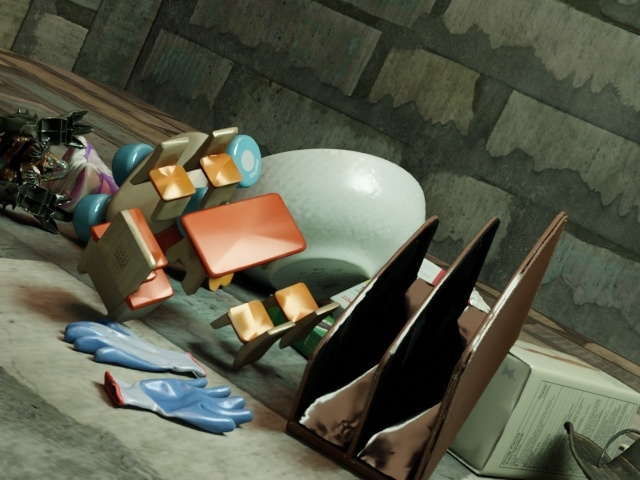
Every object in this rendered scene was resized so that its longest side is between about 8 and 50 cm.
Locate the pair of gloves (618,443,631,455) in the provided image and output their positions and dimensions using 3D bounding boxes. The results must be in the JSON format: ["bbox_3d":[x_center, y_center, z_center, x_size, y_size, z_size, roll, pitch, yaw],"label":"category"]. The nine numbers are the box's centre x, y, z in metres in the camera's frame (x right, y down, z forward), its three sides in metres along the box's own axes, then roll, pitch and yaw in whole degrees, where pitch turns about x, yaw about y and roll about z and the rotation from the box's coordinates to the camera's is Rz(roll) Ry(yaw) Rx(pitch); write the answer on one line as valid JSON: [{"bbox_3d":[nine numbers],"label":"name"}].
[{"bbox_3d":[0.576,0.395,1.483,0.240,0.042,0.204,26,4,-10],"label":"pair of gloves"}]

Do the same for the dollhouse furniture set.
[{"bbox_3d":[-0.125,0.004,1.074,0.259,0.135,0.262,-18,73,-42],"label":"dollhouse furniture set"}]

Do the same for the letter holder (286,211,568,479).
[{"bbox_3d":[0.121,0.077,1.003,0.152,0.214,0.302,28,41,16],"label":"letter holder"}]

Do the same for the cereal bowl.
[{"bbox_3d":[0.000,0.000,1.524,0.339,0.141,0.339,-1,-29,0],"label":"cereal bowl"}]

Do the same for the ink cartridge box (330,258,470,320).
[{"bbox_3d":[0.122,0.107,1.457,0.175,0.072,0.127,-23,32,-23],"label":"ink cartridge box"}]

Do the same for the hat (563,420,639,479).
[{"bbox_3d":[0.425,0.292,1.089,0.331,0.134,0.331,46,7,-7],"label":"hat"}]

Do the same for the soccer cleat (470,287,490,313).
[{"bbox_3d":[0.277,0.140,1.842,0.331,0.143,0.116,26,7,-2],"label":"soccer cleat"}]

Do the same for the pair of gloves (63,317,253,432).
[{"bbox_3d":[-0.161,0.127,0.939,0.159,0.023,0.198,20,10,-39],"label":"pair of gloves"}]

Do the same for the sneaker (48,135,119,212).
[{"bbox_3d":[-0.360,-0.087,1.518,0.104,0.095,0.236,29,10,-29],"label":"sneaker"}]

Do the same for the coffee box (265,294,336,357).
[{"bbox_3d":[0.009,0.141,1.335,0.113,0.040,0.184,19,10,-44],"label":"coffee box"}]

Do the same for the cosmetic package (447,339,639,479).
[{"bbox_3d":[0.280,0.223,1.267,0.296,0.153,0.129,21,8,-45],"label":"cosmetic package"}]

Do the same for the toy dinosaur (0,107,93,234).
[{"bbox_3d":[-0.446,-0.108,1.310,0.218,0.164,0.322,13,21,22],"label":"toy dinosaur"}]

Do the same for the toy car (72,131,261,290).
[{"bbox_3d":[-0.178,-0.009,1.357,0.219,0.210,0.238,-2,-47,31],"label":"toy car"}]
